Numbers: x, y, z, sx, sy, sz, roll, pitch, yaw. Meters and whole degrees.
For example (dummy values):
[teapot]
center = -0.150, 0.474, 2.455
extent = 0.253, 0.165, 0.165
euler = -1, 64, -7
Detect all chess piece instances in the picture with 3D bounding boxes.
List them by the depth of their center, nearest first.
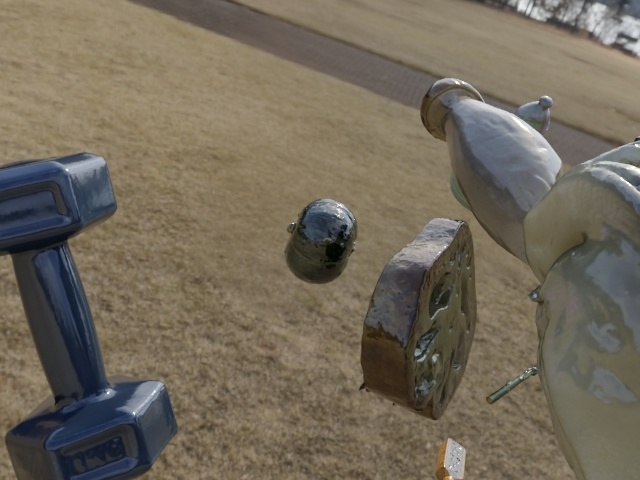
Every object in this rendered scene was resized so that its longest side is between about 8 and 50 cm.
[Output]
[chess piece]
center = 0.367, -0.176, 1.299
extent = 0.139, 0.272, 0.139
euler = 10, 54, -15

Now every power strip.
[power strip]
center = 0.249, 0.431, 1.283
extent = 0.049, 0.028, 0.178
euler = 35, 15, 7

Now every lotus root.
[lotus root]
center = 0.201, 0.142, 1.247
extent = 0.111, 0.375, 0.390
euler = 8, -5, 30

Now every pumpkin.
[pumpkin]
center = 0.000, 0.001, 1.403
extent = 0.146, 0.190, 0.190
euler = 26, 27, 16

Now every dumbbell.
[dumbbell]
center = -0.246, 0.080, 0.642
extent = 0.156, 0.316, 0.143
euler = -2, 15, 40

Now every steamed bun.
[steamed bun]
center = 0.350, 0.047, 0.580
extent = 0.352, 0.247, 0.339
euler = -2, 58, -8

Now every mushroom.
[mushroom]
center = 0.230, -0.098, 0.880
extent = 0.128, 0.128, 0.350
euler = 5, 38, -24

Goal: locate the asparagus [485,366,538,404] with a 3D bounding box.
[asparagus]
center = 0.327, 0.243, 1.138
extent = 0.127, 0.018, 0.015
euler = -21, 67, -31

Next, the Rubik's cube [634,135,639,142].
[Rubik's cube]
center = 0.695, -0.108, 1.122
extent = 0.228, 0.228, 0.233
euler = 33, 26, -57
